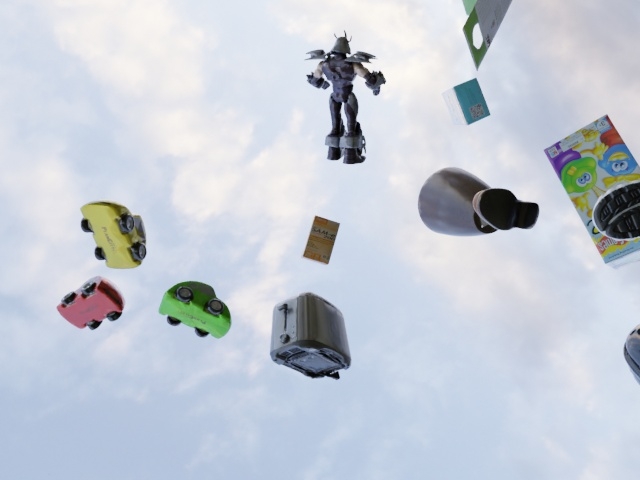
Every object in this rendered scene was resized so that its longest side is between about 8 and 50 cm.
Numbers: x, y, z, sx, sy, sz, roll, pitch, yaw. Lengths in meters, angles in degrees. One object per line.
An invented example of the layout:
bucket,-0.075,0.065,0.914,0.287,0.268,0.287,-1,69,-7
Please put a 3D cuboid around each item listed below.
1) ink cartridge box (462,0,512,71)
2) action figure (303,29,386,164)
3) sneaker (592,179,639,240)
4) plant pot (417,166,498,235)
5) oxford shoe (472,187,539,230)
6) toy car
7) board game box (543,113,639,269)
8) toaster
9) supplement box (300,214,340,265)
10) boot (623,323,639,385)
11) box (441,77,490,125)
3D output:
ink cartridge box,0.346,-0.540,1.176,0.097,0.189,0.255,26,-90,28
action figure,0.051,-0.318,1.191,0.099,0.185,0.284,-32,-51,-44
sneaker,0.557,-0.071,0.819,0.108,0.272,0.100,0,-103,-71
plant pot,0.433,-0.097,1.569,0.216,0.230,0.215,-4,-75,-15
oxford shoe,0.345,-0.061,1.039,0.212,0.076,0.076,10,-82,-46
toy car,-0.220,0.062,0.712,0.225,0.239,0.053,25,-143,-8
board game box,0.610,-0.096,1.119,0.144,0.142,0.275,13,-128,-52
toaster,-0.016,0.215,1.204,0.227,0.129,0.146,35,-141,-43
supplement box,0.000,0.000,1.193,0.062,0.036,0.098,17,-100,-7
boot,0.455,0.030,0.574,0.146,0.367,0.445,-30,-68,-7
box,0.372,-0.356,1.386,0.060,0.244,0.100,-22,-81,10
